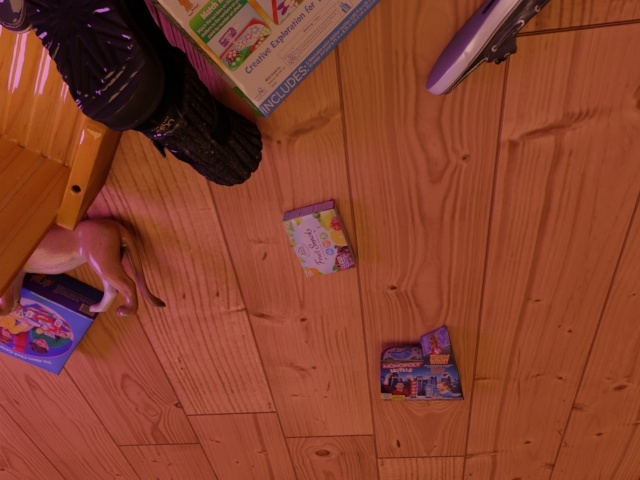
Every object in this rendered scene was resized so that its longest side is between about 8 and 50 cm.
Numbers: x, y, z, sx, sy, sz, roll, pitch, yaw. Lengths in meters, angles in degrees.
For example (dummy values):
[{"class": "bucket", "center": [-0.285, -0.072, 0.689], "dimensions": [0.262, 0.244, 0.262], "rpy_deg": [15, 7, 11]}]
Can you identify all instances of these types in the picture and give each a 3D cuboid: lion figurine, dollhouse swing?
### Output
[{"class": "lion figurine", "center": [-0.485, 0.016, 0.866], "dimensions": [0.393, 0.142, 0.239], "rpy_deg": [2, 86, -17]}, {"class": "dollhouse swing", "center": [-0.508, -0.140, 0.646], "dimensions": [0.347, 0.304, 0.315], "rpy_deg": [27, 123, -15]}]

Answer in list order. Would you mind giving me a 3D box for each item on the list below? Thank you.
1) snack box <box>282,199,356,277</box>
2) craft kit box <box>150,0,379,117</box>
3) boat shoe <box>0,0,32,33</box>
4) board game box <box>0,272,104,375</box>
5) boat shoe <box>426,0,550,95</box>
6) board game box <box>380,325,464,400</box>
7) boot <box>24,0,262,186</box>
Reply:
[{"class": "snack box", "center": [0.000, 0.000, 0.885], "dimensions": [0.100, 0.037, 0.141], "rpy_deg": [-14, 124, 14]}, {"class": "craft kit box", "center": [-0.071, -0.326, 0.573], "dimensions": [0.250, 0.061, 0.246], "rpy_deg": [-46, 118, -2]}, {"class": "boat shoe", "center": [-0.421, -0.372, 0.593], "dimensions": [0.075, 0.065, 0.205], "rpy_deg": [-4, 114, -5]}, {"class": "board game box", "center": [-0.665, 0.127, 0.988], "dimensions": [0.347, 0.078, 0.233], "rpy_deg": [32, 121, -19]}, {"class": "boat shoe", "center": [0.244, -0.284, 0.645], "dimensions": [0.076, 0.080, 0.228], "rpy_deg": [31, 114, -17]}, {"class": "board game box", "center": [0.231, 0.280, 1.067], "dimensions": [0.195, 0.060, 0.194], "rpy_deg": [-2, 125, 5]}, {"class": "boot", "center": [-0.234, -0.241, 0.653], "dimensions": [0.131, 0.347, 0.260], "rpy_deg": [-32, 161, 16]}]
